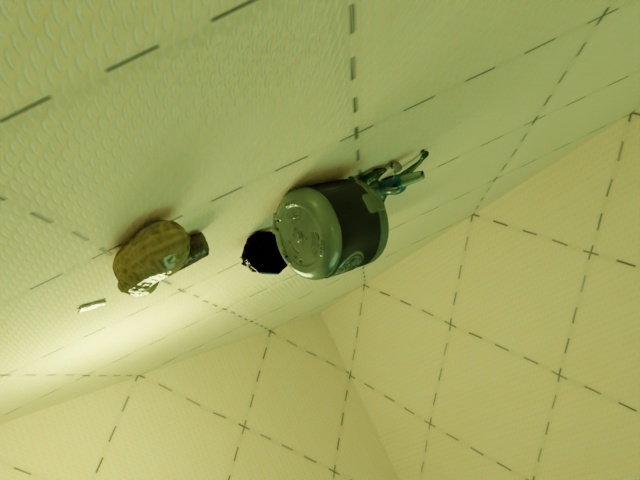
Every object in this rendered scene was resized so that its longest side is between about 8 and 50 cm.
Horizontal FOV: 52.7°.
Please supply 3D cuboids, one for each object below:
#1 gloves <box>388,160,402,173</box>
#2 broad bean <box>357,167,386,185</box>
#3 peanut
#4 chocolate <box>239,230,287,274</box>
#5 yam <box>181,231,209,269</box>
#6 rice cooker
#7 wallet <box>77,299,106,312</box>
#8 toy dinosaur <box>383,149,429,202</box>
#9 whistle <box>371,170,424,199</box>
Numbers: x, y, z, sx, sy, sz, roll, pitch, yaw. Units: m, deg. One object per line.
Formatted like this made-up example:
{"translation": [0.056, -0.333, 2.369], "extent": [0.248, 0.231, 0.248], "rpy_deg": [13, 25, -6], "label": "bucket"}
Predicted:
{"translation": [0.235, -0.232, 2.032], "extent": [0.081, 0.044, 0.037], "rpy_deg": [-45, 155, -72], "label": "gloves"}
{"translation": [0.124, -0.177, 2.006], "extent": [0.195, 0.046, 0.061], "rpy_deg": [-28, 177, -2], "label": "broad bean"}
{"translation": [-0.431, 0.050, 1.626], "extent": [0.153, 0.140, 0.325], "rpy_deg": [-37, 180, -42], "label": "peanut"}
{"translation": [-0.201, 0.046, 2.109], "extent": [0.156, 0.156, 0.133], "rpy_deg": [-19, -179, -30], "label": "chocolate"}
{"translation": [-0.375, 0.035, 1.804], "extent": [0.127, 0.084, 0.084], "rpy_deg": [-24, 168, 4], "label": "yam"}
{"translation": [0.035, -0.034, 1.885], "extent": [0.277, 0.288, 0.288], "rpy_deg": [-14, 163, -42], "label": "rice cooker"}
{"translation": [-0.701, 0.202, 1.989], "extent": [0.083, 0.011, 0.044], "rpy_deg": [-14, 163, -41], "label": "wallet"}
{"translation": [0.217, -0.136, 2.229], "extent": [0.301, 0.087, 0.447], "rpy_deg": [-27, 156, -10], "label": "toy dinosaur"}
{"translation": [0.216, -0.169, 2.042], "extent": [0.236, 0.077, 0.114], "rpy_deg": [-16, -153, 19], "label": "whistle"}
